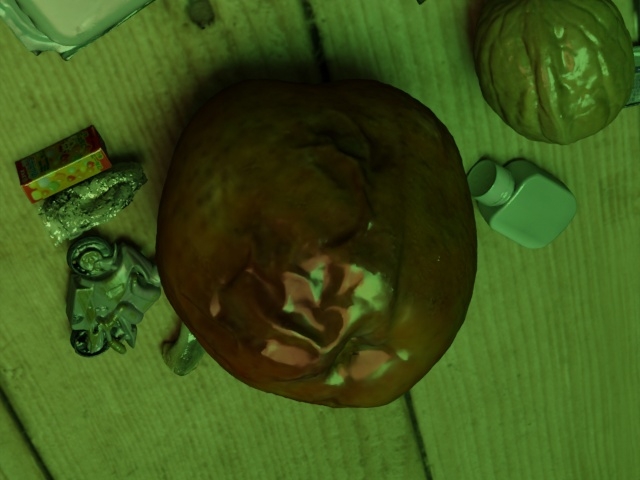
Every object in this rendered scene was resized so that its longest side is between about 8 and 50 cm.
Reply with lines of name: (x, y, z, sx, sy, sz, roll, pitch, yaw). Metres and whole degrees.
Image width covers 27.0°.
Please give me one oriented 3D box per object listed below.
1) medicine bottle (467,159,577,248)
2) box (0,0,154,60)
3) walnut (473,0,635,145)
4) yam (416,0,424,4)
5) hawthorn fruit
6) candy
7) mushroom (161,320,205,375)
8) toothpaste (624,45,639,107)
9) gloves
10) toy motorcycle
medicine bottle: (0.314, -0.064, 2.110, 0.183, 0.069, 0.119, 25, 115, -37)
box: (-0.307, -0.364, 1.576, 0.264, 0.106, 0.336, -33, 133, 4)
walnut: (0.328, -0.256, 1.874, 0.225, 0.225, 0.261, -27, 134, -1)
yam: (0.166, -0.388, 1.786, 0.146, 0.070, 0.070, -43, 131, 12)
hawthorn fruit: (0.000, 0.000, 1.787, 0.472, 0.472, 0.472, -12, 130, -14)
candy: (-0.347, -0.103, 1.798, 0.122, 0.062, 0.038, -25, 131, -2)
mushroom: (-0.186, 0.117, 2.060, 0.059, 0.054, 0.202, 9, 118, -36)
toothpaste: (0.517, -0.257, 2.055, 0.282, 0.068, 0.099, -9, 100, -4)
gloves: (-0.309, -0.059, 1.821, 0.153, 0.114, 0.070, -27, 104, -3)
toy motorcycle: (-0.297, 0.077, 1.960, 0.152, 0.073, 0.225, -10, 129, -19)
